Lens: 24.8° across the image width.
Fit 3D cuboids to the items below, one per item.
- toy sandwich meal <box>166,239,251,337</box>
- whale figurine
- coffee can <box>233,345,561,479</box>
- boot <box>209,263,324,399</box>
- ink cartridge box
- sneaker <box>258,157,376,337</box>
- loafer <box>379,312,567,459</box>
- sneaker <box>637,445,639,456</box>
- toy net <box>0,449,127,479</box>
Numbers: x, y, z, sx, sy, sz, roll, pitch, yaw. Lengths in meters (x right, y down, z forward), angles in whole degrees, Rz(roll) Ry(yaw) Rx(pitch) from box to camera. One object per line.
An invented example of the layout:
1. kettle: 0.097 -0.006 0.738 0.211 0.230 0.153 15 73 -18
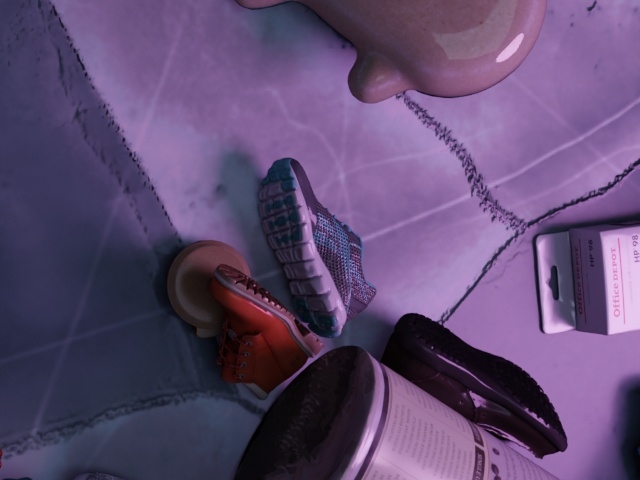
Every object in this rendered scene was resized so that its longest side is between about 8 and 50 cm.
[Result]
1. toy sandwich meal: -0.098 0.041 1.277 0.086 0.029 0.085 0 89 -22
2. whale figurine: 0.062 -0.224 1.294 0.272 0.141 0.216 12 88 1
3. coffee can: 0.087 0.245 1.269 0.275 0.201 0.201 35 79 -20
4. boot: -0.062 0.083 1.252 0.084 0.059 0.158 -45 139 -4
5. ink cartridge box: 0.306 0.035 1.428 0.180 0.060 0.104 -8 96 -22
6. sneaker: 0.000 0.000 1.307 0.076 0.065 0.166 -28 106 -36
7. loafer: 0.139 0.146 1.365 0.220 0.080 0.078 34 112 -22
8. sneaker: 0.358 0.244 1.467 0.082 0.069 0.209 4 103 12
9. toy net: -0.239 0.220 1.205 0.232 0.122 0.045 7 126 -36
